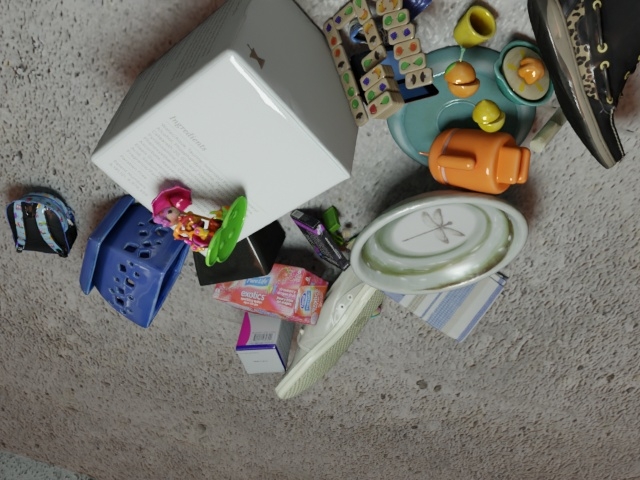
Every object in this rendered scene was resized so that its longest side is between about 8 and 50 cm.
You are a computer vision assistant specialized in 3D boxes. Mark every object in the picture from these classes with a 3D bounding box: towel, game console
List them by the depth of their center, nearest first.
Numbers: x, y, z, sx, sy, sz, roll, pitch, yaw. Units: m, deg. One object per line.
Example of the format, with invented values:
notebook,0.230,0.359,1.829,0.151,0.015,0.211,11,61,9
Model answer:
game console,0.144,-0.325,1.435,0.144,0.085,0.124,-15,96,-6
towel,0.315,0.114,1.843,0.285,0.034,0.209,33,97,-20

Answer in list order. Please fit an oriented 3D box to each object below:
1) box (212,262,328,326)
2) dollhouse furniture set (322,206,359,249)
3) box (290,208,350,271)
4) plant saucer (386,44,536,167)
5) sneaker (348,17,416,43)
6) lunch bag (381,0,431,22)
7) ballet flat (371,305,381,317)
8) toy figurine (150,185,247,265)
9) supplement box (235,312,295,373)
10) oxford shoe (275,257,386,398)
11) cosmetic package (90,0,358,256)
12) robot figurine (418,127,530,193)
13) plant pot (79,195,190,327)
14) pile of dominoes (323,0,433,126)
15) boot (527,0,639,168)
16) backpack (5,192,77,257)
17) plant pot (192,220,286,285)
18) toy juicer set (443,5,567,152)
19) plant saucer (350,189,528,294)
box,-0.127,0.126,1.850,0.257,0.123,0.128,8,165,33
dollhouse furniture set,0.071,-0.025,1.826,0.151,0.058,0.076,25,127,-39
box,0.000,0.000,1.809,0.029,0.116,0.162,-43,125,-13
plant saucer,0.297,-0.263,1.556,0.317,0.044,0.317,5,132,5
sneaker,0.121,-0.405,1.441,0.135,0.058,0.052,0,133,8
lunch bag,0.164,-0.451,1.385,0.065,0.067,0.098,35,131,-21
ballet flat,0.052,0.180,1.992,0.221,0.077,0.079,-7,111,16
toy figurine,-0.241,-0.036,1.339,0.159,0.173,0.130,20,123,7
supplement box,-0.142,0.239,1.971,0.111,0.220,0.114,-5,133,15
oxford shoe,0.020,0.220,1.892,0.130,0.169,0.449,39,99,21
cosmetic package,-0.170,-0.240,1.457,0.393,0.329,0.327,-28,122,31
robot figurine,0.317,-0.165,1.502,0.219,0.158,0.128,13,143,38
plant pot,-0.465,0.041,1.841,0.212,0.236,0.236,24,131,-4
pile of dominoes,0.094,-0.354,1.367,0.040,0.251,0.196,-3,159,-45
boot,0.566,-0.339,1.327,0.284,0.138,0.377,-27,113,10
backpack,-0.712,-0.055,1.863,0.158,0.117,0.173,6,134,4
plant pot,-0.216,-0.019,1.783,0.188,0.187,0.167,-11,118,19
toy juicer set,0.383,-0.288,1.401,0.329,0.209,0.089,29,157,-17
plant saucer,0.260,-0.013,1.656,0.400,0.100,0.400,-5,147,-3
